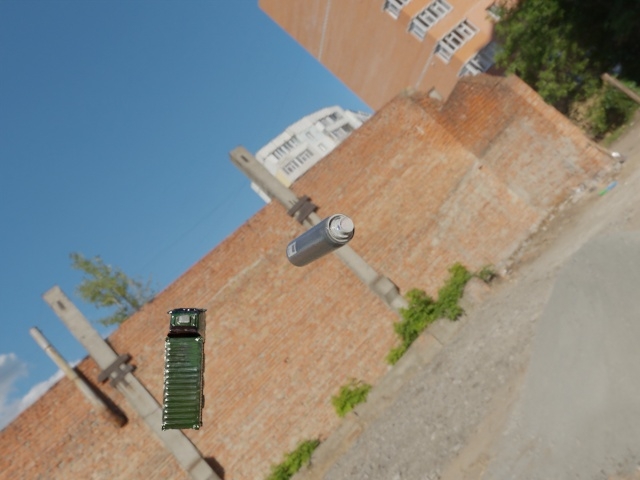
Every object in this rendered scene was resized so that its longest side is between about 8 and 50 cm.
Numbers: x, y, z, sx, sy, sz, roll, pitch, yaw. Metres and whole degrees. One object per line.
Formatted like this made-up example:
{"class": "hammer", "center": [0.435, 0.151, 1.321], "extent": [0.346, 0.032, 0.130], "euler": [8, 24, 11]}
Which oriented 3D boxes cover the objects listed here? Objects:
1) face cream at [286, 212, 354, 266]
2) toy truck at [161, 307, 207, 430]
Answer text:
{"class": "face cream", "center": [0.000, 0.000, 1.236], "extent": [0.073, 0.073, 0.283], "euler": [-42, 5, -27]}
{"class": "toy truck", "center": [-0.296, 0.276, 1.183], "extent": [0.088, 0.259, 0.121], "euler": [0, -14, -7]}
